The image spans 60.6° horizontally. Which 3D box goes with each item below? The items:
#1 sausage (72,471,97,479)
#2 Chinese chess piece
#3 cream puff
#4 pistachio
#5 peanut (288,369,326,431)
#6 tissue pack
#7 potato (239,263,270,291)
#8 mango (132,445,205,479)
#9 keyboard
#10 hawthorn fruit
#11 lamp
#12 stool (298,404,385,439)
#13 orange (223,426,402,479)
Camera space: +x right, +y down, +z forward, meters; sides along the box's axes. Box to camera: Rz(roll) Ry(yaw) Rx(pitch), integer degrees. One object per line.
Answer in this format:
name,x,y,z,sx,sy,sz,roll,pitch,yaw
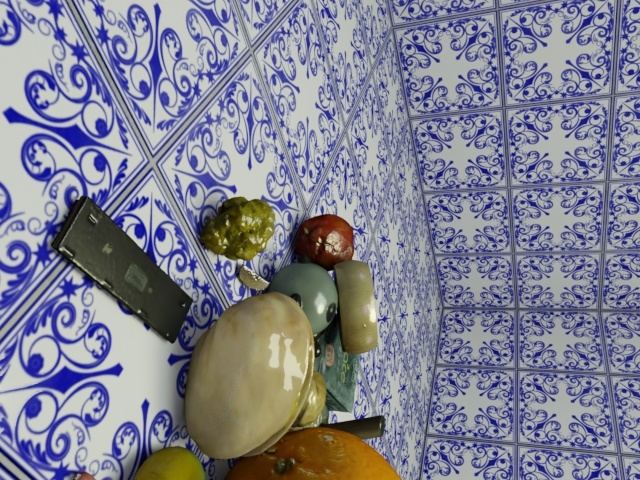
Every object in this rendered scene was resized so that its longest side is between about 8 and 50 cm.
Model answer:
sausage,-0.318,0.415,0.842,0.029,0.029,0.223,-68,149,-45
Chinese chess piece,0.092,0.176,1.467,0.251,0.097,0.251,174,-90,-90
cream puff,-0.173,-0.031,1.124,0.116,0.146,0.146,26,63,-47
pistachio,-0.133,0.252,1.053,0.229,0.237,0.321,37,74,-56
peanut,-0.061,0.362,1.243,0.305,0.146,0.147,125,-22,-60
tissue pack,0.024,0.352,1.618,0.316,0.103,0.228,58,37,-51
potato,-0.164,0.085,1.265,0.037,0.036,0.093,-52,129,-4
mango,-0.251,0.416,0.923,0.195,0.091,0.130,58,22,-64
keyboard,-0.309,0.057,0.899,0.317,0.027,0.106,61,37,-49
hawthorn fruit,0.008,0.007,1.557,0.179,0.173,0.174,-18,107,-40
lamp,-0.042,0.168,1.376,0.198,0.197,0.244,-70,159,-43
stool,0.036,0.621,1.462,0.310,0.225,0.311,-4,95,-68
orange,-0.018,0.557,1.065,0.424,0.423,0.327,-39,118,-64
